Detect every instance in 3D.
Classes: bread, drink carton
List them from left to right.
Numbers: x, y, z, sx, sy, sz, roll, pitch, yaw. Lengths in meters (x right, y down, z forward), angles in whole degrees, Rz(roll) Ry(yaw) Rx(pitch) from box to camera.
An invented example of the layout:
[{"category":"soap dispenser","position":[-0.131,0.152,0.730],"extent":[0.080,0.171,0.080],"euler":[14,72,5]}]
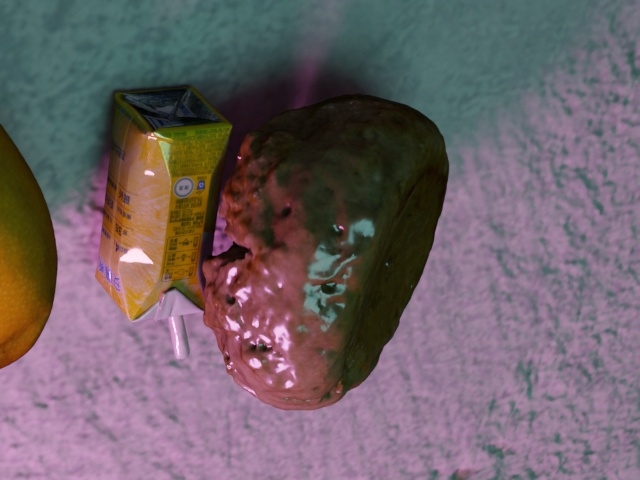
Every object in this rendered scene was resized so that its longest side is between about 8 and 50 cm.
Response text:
[{"category":"drink carton","position":[-0.112,-0.002,1.296],"extent":[0.074,0.084,0.200],"euler":[-8,121,-31]},{"category":"bread","position":[0.000,0.000,1.297],"extent":[0.230,0.123,0.230],"euler":[-57,163,-28]}]

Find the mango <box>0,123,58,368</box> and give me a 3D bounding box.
[{"category":"mango","position":[-0.277,-0.028,1.140],"extent":[0.187,0.144,0.359],"euler":[-38,140,14]}]
